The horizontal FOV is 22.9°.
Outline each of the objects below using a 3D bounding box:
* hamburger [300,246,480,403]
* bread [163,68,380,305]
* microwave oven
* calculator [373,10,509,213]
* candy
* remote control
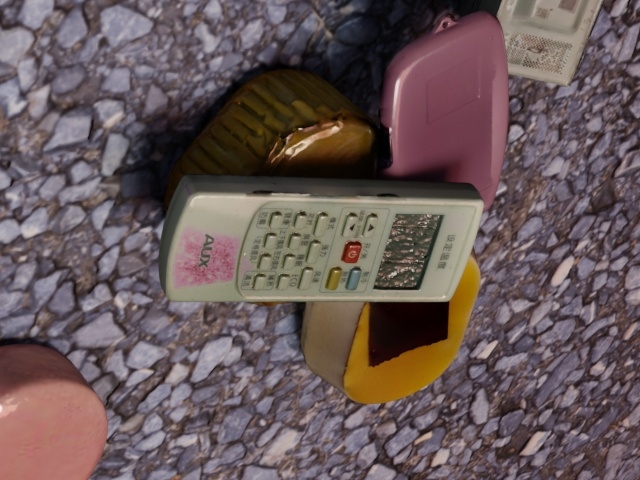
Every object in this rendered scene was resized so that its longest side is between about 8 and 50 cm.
[{"bbox_3d":[0.083,0.070,1.999,0.227,0.151,0.295,-11,137,-30],"label":"hamburger"},{"bbox_3d":[-0.043,-0.058,1.761,0.253,0.142,0.227,-50,145,10],"label":"bread"},{"bbox_3d":[0.254,-0.302,1.779,0.122,0.162,0.208,10,122,-13],"label":"microwave oven"},{"bbox_3d":[0.136,-0.116,1.731,0.194,0.043,0.294,-28,136,-29],"label":"calculator"},{"bbox_3d":[-0.362,0.229,1.758,0.255,0.094,0.255,-26,140,-24],"label":"candy"},{"bbox_3d":[0.000,0.001,1.672,0.344,0.050,0.145,0,126,-22],"label":"remote control"}]
